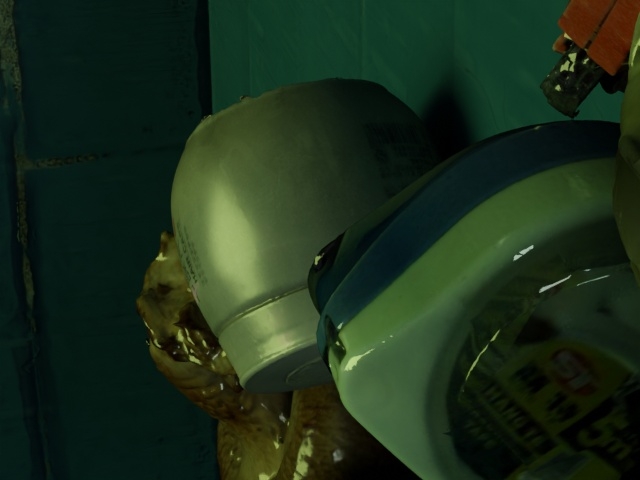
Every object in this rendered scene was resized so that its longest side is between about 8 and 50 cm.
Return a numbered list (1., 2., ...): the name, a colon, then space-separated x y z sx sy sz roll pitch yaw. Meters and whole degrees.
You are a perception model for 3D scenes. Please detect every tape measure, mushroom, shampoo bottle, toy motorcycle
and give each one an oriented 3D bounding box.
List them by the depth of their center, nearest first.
1. toy motorcycle: 0.209 -0.168 1.036 0.089 0.171 0.298 39 162 6
2. tape measure: 0.155 0.064 1.135 0.259 0.262 0.138 39 -158 -34
3. shampoo bottle: 0.000 0.000 1.775 0.273 0.273 0.266 120 137 -70
4. mushroom: -0.052 0.200 1.997 0.334 0.356 0.331 -57 49 39

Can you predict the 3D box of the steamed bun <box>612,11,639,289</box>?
1. steamed bun: 0.236 -0.039 0.844 0.275 0.206 0.320 117 141 -66
